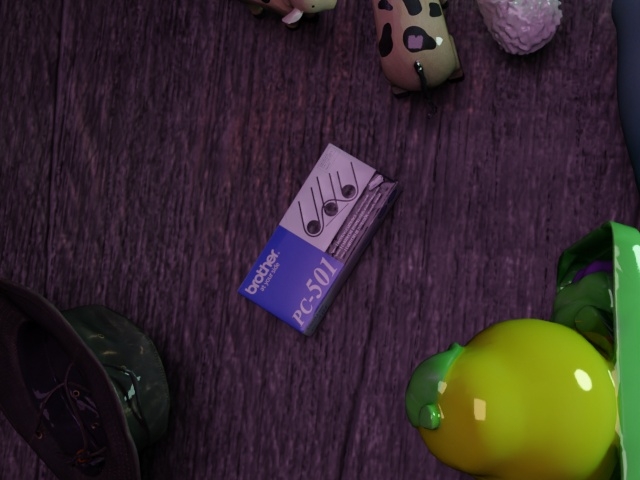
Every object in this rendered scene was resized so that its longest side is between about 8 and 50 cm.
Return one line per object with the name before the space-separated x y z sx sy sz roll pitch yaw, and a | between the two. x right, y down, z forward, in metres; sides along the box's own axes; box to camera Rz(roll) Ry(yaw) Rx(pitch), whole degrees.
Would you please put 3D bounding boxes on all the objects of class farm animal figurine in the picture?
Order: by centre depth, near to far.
farm animal figurine | 0.066 -0.301 1.482 0.330 0.172 0.327 -30 75 6

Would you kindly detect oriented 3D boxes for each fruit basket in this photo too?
fruit basket | 0.256 0.173 1.295 0.392 0.283 0.392 0 80 -2

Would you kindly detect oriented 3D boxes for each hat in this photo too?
hat | -0.259 0.156 1.473 0.134 0.331 0.331 -30 71 -32

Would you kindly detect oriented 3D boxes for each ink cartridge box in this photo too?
ink cartridge box | 0.000 0.000 1.509 0.097 0.046 0.207 31 88 17

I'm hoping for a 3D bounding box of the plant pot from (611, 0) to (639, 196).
plant pot | 0.430 -0.172 1.346 0.271 0.272 0.255 -18 61 9
